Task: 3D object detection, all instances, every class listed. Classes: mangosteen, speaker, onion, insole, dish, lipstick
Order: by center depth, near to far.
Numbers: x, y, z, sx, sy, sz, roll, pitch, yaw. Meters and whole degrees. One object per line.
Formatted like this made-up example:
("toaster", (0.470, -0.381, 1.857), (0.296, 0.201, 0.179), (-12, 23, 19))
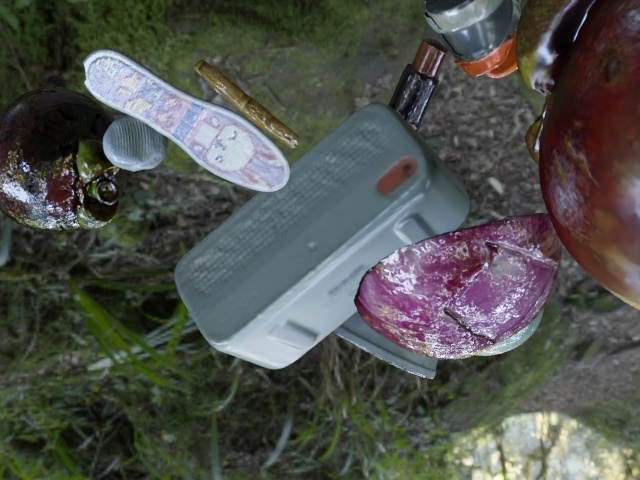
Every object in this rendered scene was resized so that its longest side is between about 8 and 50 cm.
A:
("mangosteen", (0.201, -0.074, 0.395), (0.215, 0.257, 0.215), (-15, 129, -19))
("insole", (-0.110, -0.100, 0.630), (0.197, 0.004, 0.065), (31, 126, -17))
("onion", (0.172, 0.067, 0.840), (0.250, 0.111, 0.247), (-11, 159, -8))
("speaker", (0.000, 0.000, 1.039), (0.406, 0.183, 0.184), (-40, 154, 9))
("mangosteen", (-0.372, -0.116, 1.067), (0.216, 0.216, 0.216), (-5, 166, -1))
("lipstick", (0.141, -0.207, 1.297), (0.081, 0.081, 0.300), (5, 121, -37))
("dish", (0.107, 0.138, 1.368), (0.303, 0.120, 0.303), (28, 180, 0))

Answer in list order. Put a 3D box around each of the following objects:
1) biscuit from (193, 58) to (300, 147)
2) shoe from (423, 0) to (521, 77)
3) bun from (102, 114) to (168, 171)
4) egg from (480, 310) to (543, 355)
("biscuit", (-0.142, -0.259, 1.424), (0.249, 0.035, 0.184), (39, -177, -10))
("shoe", (0.262, -0.339, 1.124), (0.132, 0.171, 0.336), (-16, -155, 30))
("bun", (-0.241, -0.126, 0.967), (0.083, 0.083, 0.045), (-1, 166, -17))
("egg", (0.257, 0.104, 1.159), (0.192, 0.150, 0.149), (-11, 170, -23))
